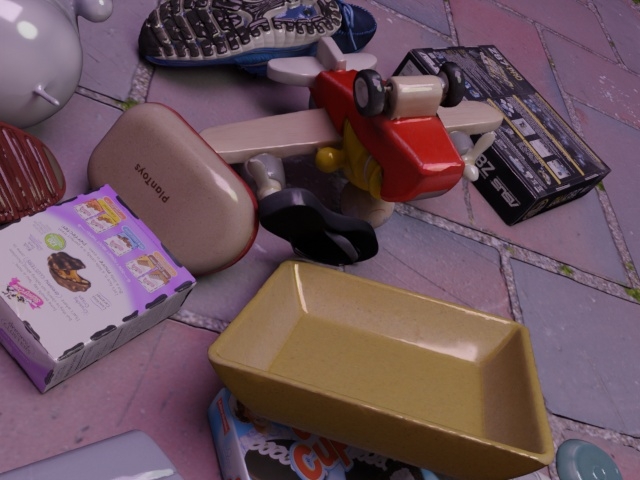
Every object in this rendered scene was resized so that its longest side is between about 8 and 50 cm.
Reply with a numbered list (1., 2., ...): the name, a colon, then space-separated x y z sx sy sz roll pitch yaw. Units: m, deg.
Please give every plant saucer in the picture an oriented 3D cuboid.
1. plant saucer: 0.072 0.143 0.800 0.333 0.081 0.333 16 17 7
2. plant saucer: 0.388 0.333 1.000 0.119 0.021 0.119 19 44 -19

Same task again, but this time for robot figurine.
1. robot figurine: -0.409 -0.279 0.880 0.300 0.200 0.353 -21 59 -1

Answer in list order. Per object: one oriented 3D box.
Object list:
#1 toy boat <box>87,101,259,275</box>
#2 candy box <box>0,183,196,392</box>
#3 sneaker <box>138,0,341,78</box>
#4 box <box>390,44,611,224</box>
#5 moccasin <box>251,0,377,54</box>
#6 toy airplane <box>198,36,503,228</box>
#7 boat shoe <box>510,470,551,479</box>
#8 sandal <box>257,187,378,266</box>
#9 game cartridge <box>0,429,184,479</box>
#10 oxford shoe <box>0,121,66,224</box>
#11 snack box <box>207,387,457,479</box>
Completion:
1. toy boat: -0.174 -0.062 0.912 0.231 0.151 0.151 46 13 10
2. candy box: -0.268 0.044 0.780 0.165 0.070 0.196 46 42 10
3. sneaker: -0.132 -0.322 1.173 0.330 0.147 0.129 -9 69 -18
4. box: 0.370 -0.236 1.449 0.318 0.097 0.395 -20 65 -41
5. moccasin: -0.005 -0.423 1.346 0.342 0.117 0.137 -18 65 -43
6. toy airplane: 0.057 -0.153 1.074 0.386 0.272 0.384 9 26 20
7. boat shoe: 0.247 0.376 0.833 0.081 0.079 0.227 13 41 -12
8. sandal: -0.001 0.000 0.940 0.254 0.097 0.054 24 48 -57
9. game cartridge: -0.172 0.318 0.612 0.198 0.062 0.297 -13 61 -36
10. oxford shoe: -0.417 -0.049 0.732 0.123 0.130 0.348 66 25 1
11. snack box: 0.045 0.250 0.813 0.322 0.060 0.187 1 51 -33
